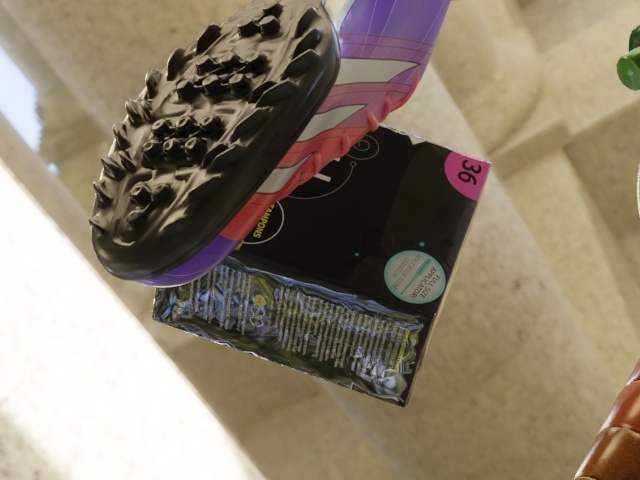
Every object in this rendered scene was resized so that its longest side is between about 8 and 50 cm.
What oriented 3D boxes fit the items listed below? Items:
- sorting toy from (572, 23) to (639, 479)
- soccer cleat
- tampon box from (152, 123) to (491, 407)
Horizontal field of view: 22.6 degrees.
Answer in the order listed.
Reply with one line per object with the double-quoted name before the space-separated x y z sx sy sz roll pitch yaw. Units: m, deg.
"sorting toy" 0.153 0.033 0.708 0.126 0.365 0.127 -29 -133 -26
"soccer cleat" -0.003 -0.079 0.806 0.109 0.116 0.318 -2 -135 35
"tampon box" 0.000 0.000 0.925 0.161 0.101 0.120 19 -126 5
